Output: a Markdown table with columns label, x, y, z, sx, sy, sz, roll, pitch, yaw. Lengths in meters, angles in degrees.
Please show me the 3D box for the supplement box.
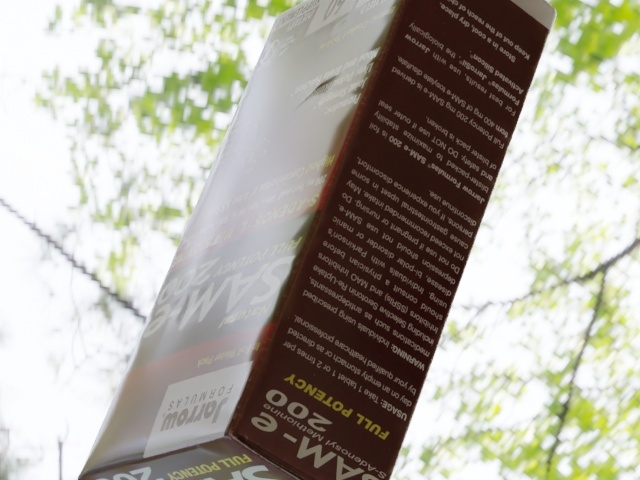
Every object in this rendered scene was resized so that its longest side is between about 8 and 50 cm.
| label | x | y | z | sx | sy | sz | roll | pitch | yaw |
| --- | --- | --- | --- | --- | --- | --- | --- | --- | --- |
| supplement box | 0.000 | 0.000 | 0.769 | 0.073 | 0.130 | 0.239 | 32 | -119 | -22 |
